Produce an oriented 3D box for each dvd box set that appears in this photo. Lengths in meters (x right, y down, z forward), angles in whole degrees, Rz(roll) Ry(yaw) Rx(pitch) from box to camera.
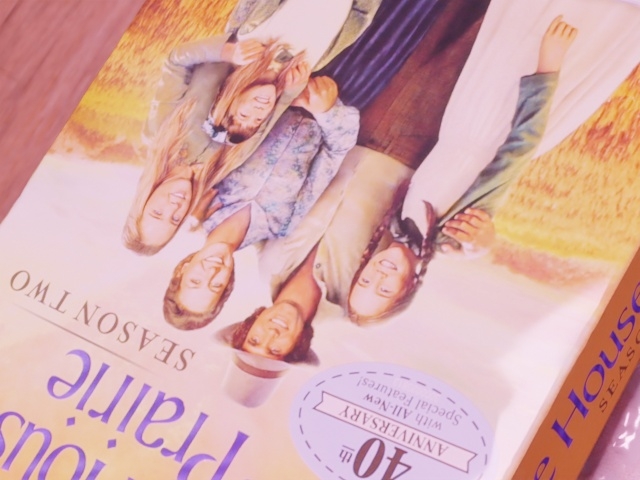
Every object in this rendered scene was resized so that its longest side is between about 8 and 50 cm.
[{"bbox_3d":[0.000,0.000,0.738,0.308,0.062,0.420,23,75,35],"label":"dvd box set"}]

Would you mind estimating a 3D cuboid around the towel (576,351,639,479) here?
[{"bbox_3d":[0.148,0.019,0.722,0.317,0.053,0.331,16,71,35],"label":"towel"}]
